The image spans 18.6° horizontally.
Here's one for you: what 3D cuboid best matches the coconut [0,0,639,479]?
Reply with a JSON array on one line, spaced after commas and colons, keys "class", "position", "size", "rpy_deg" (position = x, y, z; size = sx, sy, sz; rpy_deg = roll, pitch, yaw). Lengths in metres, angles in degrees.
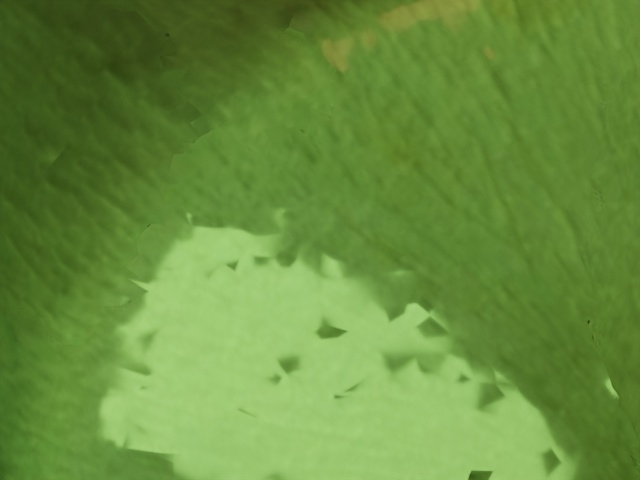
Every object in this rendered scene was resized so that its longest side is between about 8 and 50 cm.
[{"class": "coconut", "position": [0.000, 0.000, 0.456], "size": [0.245, 0.247, 0.245], "rpy_deg": [-26, 145, -20]}]
